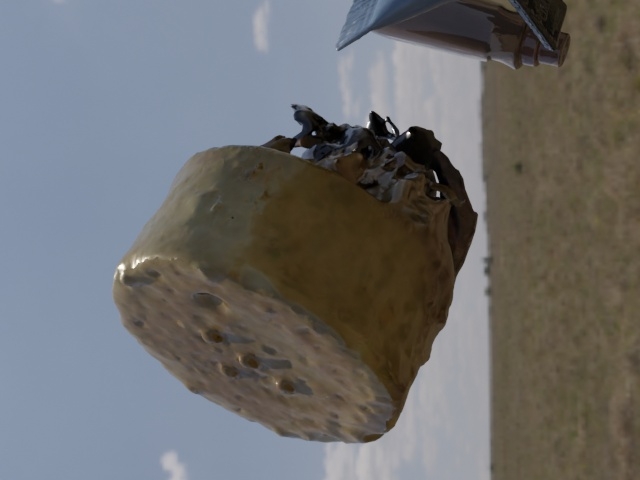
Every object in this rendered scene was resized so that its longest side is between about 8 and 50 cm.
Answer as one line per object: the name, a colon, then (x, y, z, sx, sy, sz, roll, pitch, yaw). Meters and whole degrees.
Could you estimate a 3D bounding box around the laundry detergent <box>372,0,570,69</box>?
laundry detergent: (0.185, -0.255, 1.256, 0.171, 0.237, 0.076, -18, -56, -66)

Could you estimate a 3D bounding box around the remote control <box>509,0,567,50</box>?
remote control: (0.185, -0.278, 1.051, 0.245, 0.025, 0.063, 38, -122, -44)

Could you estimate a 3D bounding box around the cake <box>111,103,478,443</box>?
cake: (-0.006, 0.002, 1.081, 0.321, 0.332, 0.332, -60, -26, -32)

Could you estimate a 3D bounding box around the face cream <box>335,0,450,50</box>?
face cream: (0.172, -0.224, 0.581, 0.086, 0.385, 0.135, 50, -146, -24)
